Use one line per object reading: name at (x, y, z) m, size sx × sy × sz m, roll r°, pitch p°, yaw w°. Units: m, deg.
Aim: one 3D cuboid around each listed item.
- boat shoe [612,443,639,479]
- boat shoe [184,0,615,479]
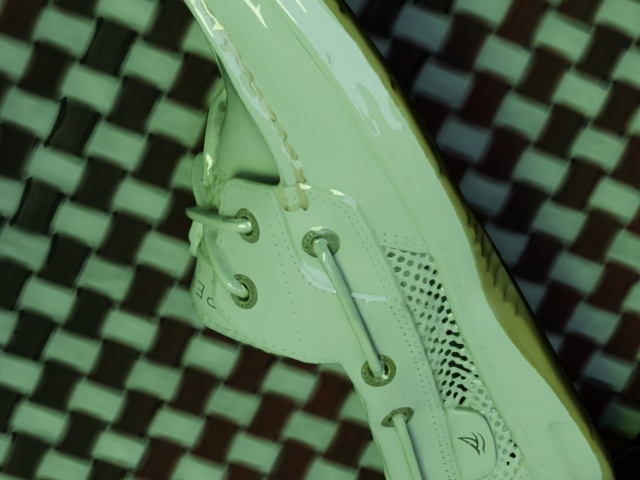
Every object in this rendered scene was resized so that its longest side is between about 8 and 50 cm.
boat shoe at (0.142, 0.118, 0.667) m, size 0.257 × 0.095 × 0.095 m, roll -32°, pitch 91°, yaw 8°
boat shoe at (0.000, 0.000, 0.602) m, size 0.096 × 0.098 × 0.277 m, roll -29°, pitch 117°, yaw 5°
